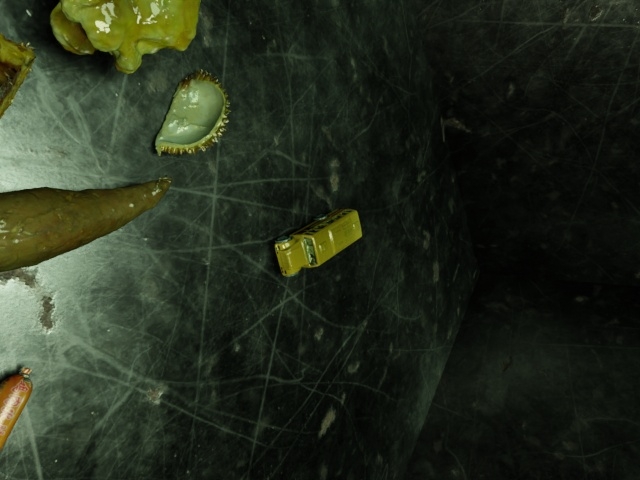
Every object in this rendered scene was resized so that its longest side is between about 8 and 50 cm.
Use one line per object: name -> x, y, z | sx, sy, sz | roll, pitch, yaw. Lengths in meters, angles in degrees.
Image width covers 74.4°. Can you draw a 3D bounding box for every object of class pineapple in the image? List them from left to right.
pineapple -> -0.527, -0.217, 0.641 | 0.079, 0.135, 0.233 | 27, 41, -28

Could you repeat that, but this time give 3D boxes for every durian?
durian -> -0.282, -0.289, 0.981 | 0.139, 0.144, 0.252 | 21, 79, -28

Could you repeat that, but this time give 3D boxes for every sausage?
sausage -> -0.567, 0.377, 0.676 | 0.053, 0.053, 0.348 | 42, 59, -45

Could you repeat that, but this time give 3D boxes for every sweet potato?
sweet potato -> -0.448, -0.041, 0.745 | 0.422, 0.130, 0.131 | -27, 113, -55

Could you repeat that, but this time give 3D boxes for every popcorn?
popcorn -> -0.354, -0.448, 0.775 | 0.276, 0.225, 0.277 | 1, 82, -11

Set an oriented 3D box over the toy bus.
toy bus -> 0.000, 0.000, 1.338 | 0.335, 0.123, 0.121 | -32, 116, -47
